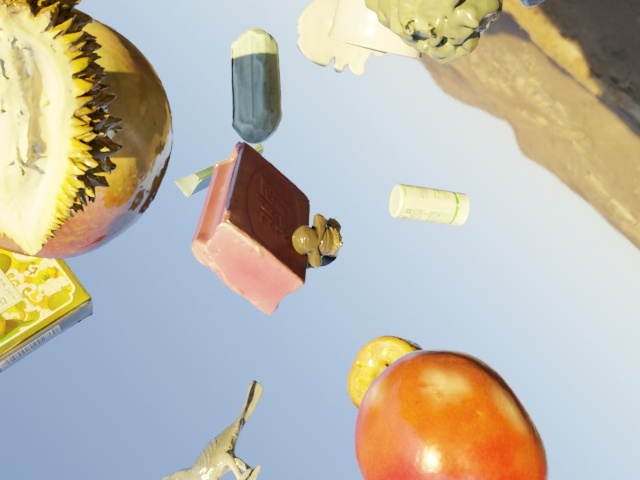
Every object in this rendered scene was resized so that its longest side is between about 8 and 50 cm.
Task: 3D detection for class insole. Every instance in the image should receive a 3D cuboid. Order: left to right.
[{"bbox_3d":[-0.016,0.047,1.628,0.002,0.135,0.045,-12,-97,-56],"label":"insole"}]

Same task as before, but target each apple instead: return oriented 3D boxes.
[{"bbox_3d":[-0.343,-0.125,0.880,0.277,0.319,0.319,76,167,-51],"label":"apple"}]

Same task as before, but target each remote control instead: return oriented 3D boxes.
[{"bbox_3d":[-0.130,-0.308,1.353,0.052,0.104,0.247,26,-126,-55],"label":"remote control"}]

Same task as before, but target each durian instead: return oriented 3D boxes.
[{"bbox_3d":[-0.247,-0.130,0.529,0.183,0.249,0.138,21,-130,19],"label":"durian"}]

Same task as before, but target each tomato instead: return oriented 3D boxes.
[{"bbox_3d":[0.211,0.331,1.146,0.321,0.321,0.321,38,-160,-17],"label":"tomato"}]

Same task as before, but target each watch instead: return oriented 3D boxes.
[{"bbox_3d":[0.095,-0.435,1.435,0.244,0.196,0.231,2,-159,-28],"label":"watch"}]

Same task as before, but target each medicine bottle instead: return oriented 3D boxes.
[{"bbox_3d":[0.270,-0.088,1.712,0.183,0.086,0.086,7,-148,-15],"label":"medicine bottle"}]

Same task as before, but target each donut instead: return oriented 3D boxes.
[{"bbox_3d":[0.172,0.334,1.630,0.114,0.226,0.226,24,-152,-49],"label":"donut"}]

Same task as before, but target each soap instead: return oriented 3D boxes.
[{"bbox_3d":[-0.146,-0.036,1.516,0.233,0.128,0.359,40,-154,-23],"label":"soap"}]

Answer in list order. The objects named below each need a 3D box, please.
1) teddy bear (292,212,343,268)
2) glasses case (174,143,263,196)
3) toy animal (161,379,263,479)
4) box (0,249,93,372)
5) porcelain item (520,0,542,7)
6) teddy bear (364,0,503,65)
[{"bbox_3d":[0.008,0.001,1.484,0.078,0.119,0.160,8,-174,34],"label":"teddy bear"},{"bbox_3d":[-0.276,-0.200,1.941,0.266,0.105,0.056,-34,-73,-43],"label":"glasses case"},{"bbox_3d":[-0.234,0.537,1.699,0.206,0.367,0.081,36,166,40],"label":"toy animal"},{"bbox_3d":[-0.859,0.116,1.761,0.373,0.138,0.420,-35,-98,-26],"label":"box"},{"bbox_3d":[0.328,-0.541,1.226,0.141,0.141,0.259,8,-132,-59],"label":"porcelain item"},{"bbox_3d":[0.031,-0.349,0.461,0.224,0.357,0.367,19,179,27],"label":"teddy bear"}]
